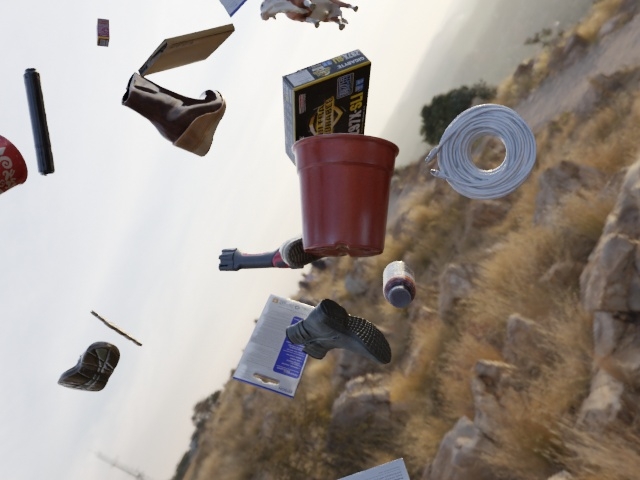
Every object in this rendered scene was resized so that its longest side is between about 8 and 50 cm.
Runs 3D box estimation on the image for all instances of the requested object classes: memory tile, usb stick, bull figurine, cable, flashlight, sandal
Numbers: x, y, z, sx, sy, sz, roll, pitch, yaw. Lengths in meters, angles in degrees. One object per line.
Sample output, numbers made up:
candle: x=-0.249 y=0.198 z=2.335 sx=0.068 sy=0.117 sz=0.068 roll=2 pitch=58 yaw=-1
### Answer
memory tile: x=-0.553 y=0.239 z=1.775 sx=0.012 sy=0.113 sz=0.148 roll=-55 pitch=-41 yaw=-13
usb stick: x=-0.736 y=-0.307 z=1.715 sx=0.077 sy=0.045 sz=0.277 roll=-165 pitch=68 yaw=-68
bull figurine: x=-0.036 y=-0.722 z=2.047 sx=0.311 sy=0.188 sz=0.101 roll=-18 pitch=-49 yaw=-36
cable: x=0.449 y=-0.235 z=1.771 sx=0.257 sy=0.257 sz=0.089 roll=-57 pitch=-18 yaw=10
flashlight: x=-0.204 y=0.056 z=2.317 sx=0.103 sy=0.304 sz=0.103 roll=16 pitch=-107 yaw=-72
sandal: x=-0.463 y=0.249 z=1.329 sx=0.219 sy=0.090 sz=0.060 roll=-48 pitch=28 yaw=41

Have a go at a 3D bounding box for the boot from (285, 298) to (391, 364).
boot: x=0.046 y=0.255 z=1.658 sx=0.161 sy=0.247 sz=0.083 roll=-44 pitch=17 yaw=36

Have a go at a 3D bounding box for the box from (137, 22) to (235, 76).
box: x=-0.320 y=-0.454 z=1.566 sx=0.201 sy=0.021 sz=0.164 roll=-30 pitch=5 yaw=-40

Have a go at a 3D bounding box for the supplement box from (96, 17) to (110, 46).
supplement box: x=-0.777 y=-0.743 z=2.344 sx=0.055 sy=0.043 sz=0.083 roll=143 pitch=123 yaw=-63

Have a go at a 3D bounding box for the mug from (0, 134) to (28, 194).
mug: x=-0.643 y=-0.121 z=1.173 sx=0.113 sy=0.150 sz=0.169 roll=-33 pitch=14 yaw=40

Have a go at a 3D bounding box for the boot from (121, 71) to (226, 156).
boot: x=-0.315 y=-0.308 z=1.433 sx=0.090 sy=0.207 sz=0.248 roll=-38 pitch=31 yaw=29

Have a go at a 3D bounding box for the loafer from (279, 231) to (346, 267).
loafer: x=0.000 y=0.000 z=1.777 sx=0.092 sy=0.269 sz=0.101 roll=17 pitch=115 yaw=52

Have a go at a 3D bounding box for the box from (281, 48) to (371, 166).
box: x=0.017 y=-0.394 z=1.969 sx=0.257 sy=0.079 sz=0.322 roll=-26 pitch=-30 yaw=-18

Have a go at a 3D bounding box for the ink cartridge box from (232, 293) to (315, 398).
ink cartridge box: x=-0.116 y=0.307 z=1.884 sx=0.370 sy=0.176 sz=0.069 roll=-68 pitch=-6 yaw=-56

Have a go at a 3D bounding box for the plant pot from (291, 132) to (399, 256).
plant pot: x=0.060 y=-0.099 z=1.635 sx=0.272 sy=0.273 sz=0.264 roll=116 pitch=156 yaw=-80

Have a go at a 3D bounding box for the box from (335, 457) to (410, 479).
box: x=0.075 y=0.412 z=0.909 sx=0.186 sy=0.145 sz=0.038 roll=-106 pitch=-3 yaw=-48

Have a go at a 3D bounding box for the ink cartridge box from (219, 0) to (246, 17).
ink cartridge box: x=-0.262 y=-0.777 z=1.747 sx=0.165 sy=0.332 sz=0.065 roll=-33 pitch=-4 yaw=31

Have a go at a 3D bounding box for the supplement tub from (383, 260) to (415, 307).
supplement tub: x=0.255 y=0.148 z=2.129 sx=0.106 sy=0.106 sz=0.198 roll=-63 pitch=4 yaw=20
